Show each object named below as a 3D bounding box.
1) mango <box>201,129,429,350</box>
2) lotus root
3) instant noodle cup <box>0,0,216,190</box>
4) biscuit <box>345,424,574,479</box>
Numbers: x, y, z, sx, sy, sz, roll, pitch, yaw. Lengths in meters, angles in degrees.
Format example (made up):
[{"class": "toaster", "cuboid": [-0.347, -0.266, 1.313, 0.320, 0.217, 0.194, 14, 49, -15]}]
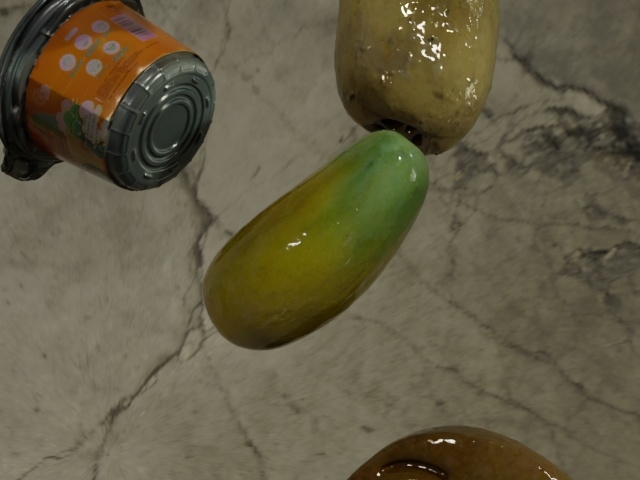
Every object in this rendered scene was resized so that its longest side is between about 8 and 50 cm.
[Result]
[{"class": "mango", "cuboid": [0.000, 0.000, 0.948, 0.092, 0.130, 0.194, 49, 118, 14]}, {"class": "lotus root", "cuboid": [0.105, -0.249, 1.418, 0.169, 0.151, 0.342, 15, 66, -19]}, {"class": "instant noodle cup", "cuboid": [-0.169, -0.120, 1.152, 0.126, 0.178, 0.208, 30, 111, 24]}, {"class": "biscuit", "cuboid": [0.123, 0.362, 1.311, 0.314, 0.063, 0.367, 36, 107, 10]}]
